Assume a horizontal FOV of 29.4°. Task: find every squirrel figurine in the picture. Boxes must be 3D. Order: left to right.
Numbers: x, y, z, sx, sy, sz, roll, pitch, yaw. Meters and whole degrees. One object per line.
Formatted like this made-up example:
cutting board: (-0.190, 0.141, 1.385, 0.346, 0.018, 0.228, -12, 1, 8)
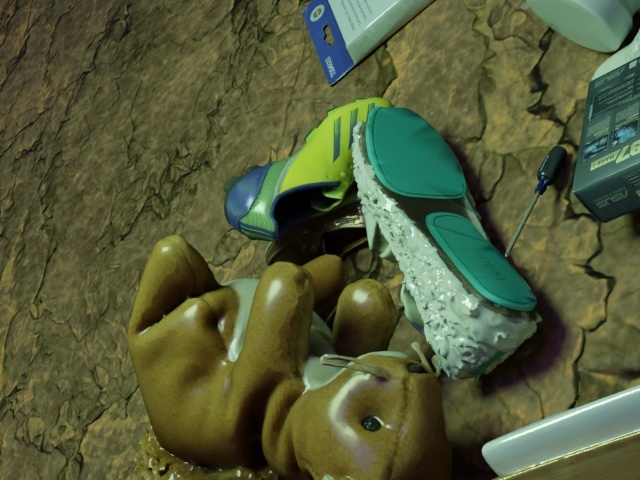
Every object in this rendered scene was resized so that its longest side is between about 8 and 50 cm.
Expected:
squirrel figurine: (-0.030, 0.222, 1.297, 0.370, 0.281, 0.397, 32, 100, 43)

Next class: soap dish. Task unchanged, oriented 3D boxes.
soap dish: (0.281, 0.164, 0.960, 0.229, 0.291, 0.118, -27, 76, 30)

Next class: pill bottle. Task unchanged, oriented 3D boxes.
pill bottle: (0.356, -0.356, 1.383, 0.265, 0.153, 0.153, -55, 37, -3)

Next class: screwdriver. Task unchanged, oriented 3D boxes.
screwdriver: (0.232, -0.043, 1.339, 0.025, 0.024, 0.170, 3, 47, 44)

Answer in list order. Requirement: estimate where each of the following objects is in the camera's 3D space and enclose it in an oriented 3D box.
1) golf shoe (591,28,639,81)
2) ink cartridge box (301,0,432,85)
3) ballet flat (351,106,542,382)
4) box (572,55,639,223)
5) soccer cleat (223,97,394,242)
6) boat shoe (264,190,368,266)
golf shoe: (0.361, -0.217, 1.324, 0.176, 0.086, 0.069, -28, 46, 32)
ink cartridge box: (0.061, -0.365, 1.793, 0.224, 0.045, 0.223, -39, 39, 18)
ballet flat: (0.112, 0.001, 1.385, 0.147, 0.147, 0.409, -41, 39, 16)
box: (0.371, -0.134, 1.226, 0.232, 0.059, 0.183, -27, 30, 38)
soccer cleat: (0.008, -0.084, 1.539, 0.289, 0.093, 0.121, -35, 48, -29)
boat shoe: (0.001, 0.000, 1.550, 0.178, 0.064, 0.060, -28, 42, 26)
